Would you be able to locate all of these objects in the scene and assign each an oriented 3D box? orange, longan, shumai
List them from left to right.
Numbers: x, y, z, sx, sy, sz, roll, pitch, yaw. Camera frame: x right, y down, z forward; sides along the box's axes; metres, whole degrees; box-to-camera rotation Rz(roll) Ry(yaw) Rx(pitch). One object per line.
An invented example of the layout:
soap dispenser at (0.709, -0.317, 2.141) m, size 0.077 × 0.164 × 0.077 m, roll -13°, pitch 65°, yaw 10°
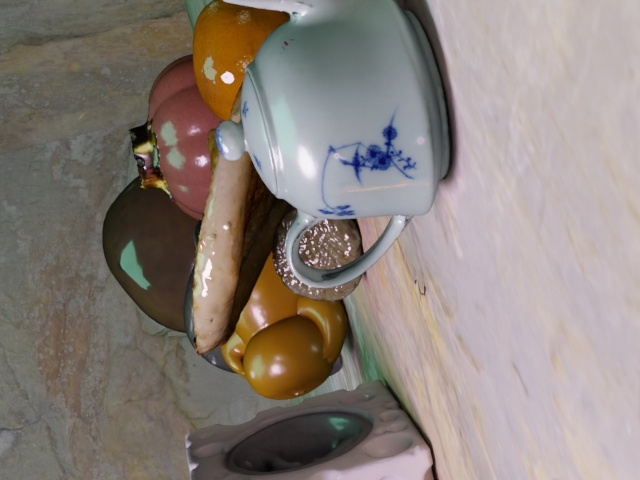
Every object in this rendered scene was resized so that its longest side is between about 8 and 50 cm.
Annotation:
longan at (-0.238, 0.008, 2.267) m, size 0.336 × 0.404 × 0.404 m, roll -65°, pitch 18°, yaw 14°
orange at (-0.084, -0.212, 1.345) m, size 0.156 × 0.124 × 0.156 m, roll -5°, pitch -90°, yaw -81°
shumai at (-0.001, 0.000, 1.282) m, size 0.087 × 0.099 × 0.123 m, roll -80°, pitch -12°, yaw -64°

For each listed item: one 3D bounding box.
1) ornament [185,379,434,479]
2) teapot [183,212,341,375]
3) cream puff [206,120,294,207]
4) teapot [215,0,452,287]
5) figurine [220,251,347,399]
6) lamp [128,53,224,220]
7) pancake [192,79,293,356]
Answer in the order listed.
ornament at (0.002, 0.319, 1.243) m, size 0.239 × 0.240 × 0.239 m, roll -133°, pitch 29°, yaw -78°
teapot at (-0.104, 0.080, 1.817) m, size 0.285 × 0.223 × 0.305 m, roll 92°, pitch 166°, yaw -46°
cream puff at (-0.088, -0.109, 1.597) m, size 0.189 × 0.129 × 0.189 m, roll 167°, pitch 90°, yaw -81°
teapot at (0.002, -0.078, 0.772) m, size 0.159 × 0.159 × 0.232 m, roll -118°, pitch 15°, yaw -66°
figurine at (-0.063, 0.103, 1.605) m, size 0.228 × 0.215 × 0.215 m, roll 60°, pitch 173°, yaw 0°
lamp at (-0.210, -0.171, 2.003) m, size 0.305 × 0.240 × 0.305 m, roll 165°, pitch 90°, yaw -84°
pancake at (-0.074, -0.036, 1.244) m, size 0.356 × 0.065 × 0.356 m, roll 21°, pitch -90°, yaw -86°
